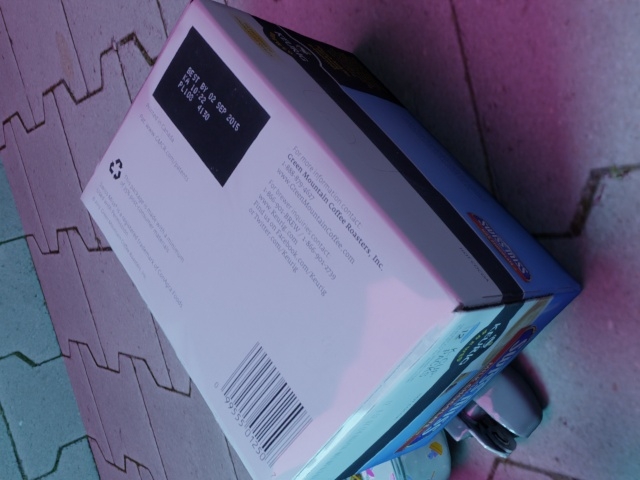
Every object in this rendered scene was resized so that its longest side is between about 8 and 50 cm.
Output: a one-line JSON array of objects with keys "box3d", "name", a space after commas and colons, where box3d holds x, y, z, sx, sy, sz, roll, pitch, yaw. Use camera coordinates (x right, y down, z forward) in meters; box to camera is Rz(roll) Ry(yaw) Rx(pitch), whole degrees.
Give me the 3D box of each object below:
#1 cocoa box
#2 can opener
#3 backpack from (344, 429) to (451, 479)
[{"box3d": [0.000, 0.000, 0.673, 0.347, 0.228, 0.231, 51, 118, 26], "name": "cocoa box"}, {"box3d": [0.107, 0.100, 0.786, 0.095, 0.076, 0.283, -52, 58, 15], "name": "can opener"}, {"box3d": [0.050, 0.230, 0.850, 0.188, 0.144, 0.166, -48, 61, 50], "name": "backpack"}]
